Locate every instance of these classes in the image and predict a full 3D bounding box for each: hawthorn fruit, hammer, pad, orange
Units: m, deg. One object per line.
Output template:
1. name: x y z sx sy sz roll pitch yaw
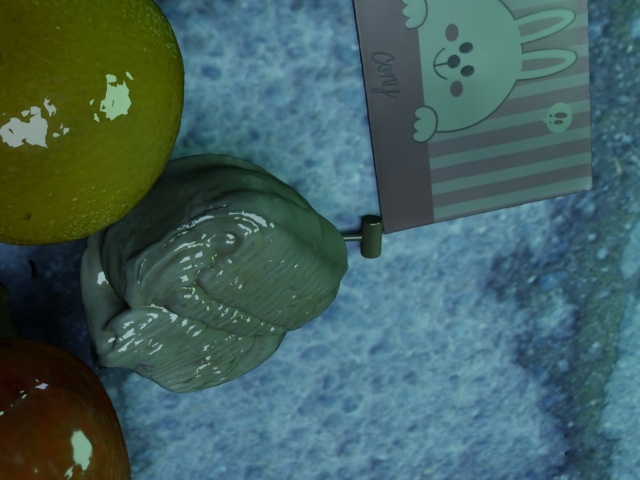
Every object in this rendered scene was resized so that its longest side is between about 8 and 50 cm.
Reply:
1. hawthorn fruit: -0.237 0.209 0.868 0.211 0.211 0.299 -13 109 -6
2. hammer: 0.000 0.000 1.019 0.110 0.019 0.035 -4 119 -8
3. pad: 0.132 -0.153 0.973 0.202 0.005 0.299 -12 120 -6
4. orange: -0.199 -0.104 0.790 0.236 0.236 0.236 -6 119 -10

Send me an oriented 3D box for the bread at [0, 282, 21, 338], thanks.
1. bread: -0.428 0.107 0.943 0.362 0.077 0.138 -9 120 -8

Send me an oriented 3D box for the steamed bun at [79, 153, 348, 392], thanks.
1. steamed bun: -0.099 0.013 0.936 0.211 0.144 0.218 -36 150 16
